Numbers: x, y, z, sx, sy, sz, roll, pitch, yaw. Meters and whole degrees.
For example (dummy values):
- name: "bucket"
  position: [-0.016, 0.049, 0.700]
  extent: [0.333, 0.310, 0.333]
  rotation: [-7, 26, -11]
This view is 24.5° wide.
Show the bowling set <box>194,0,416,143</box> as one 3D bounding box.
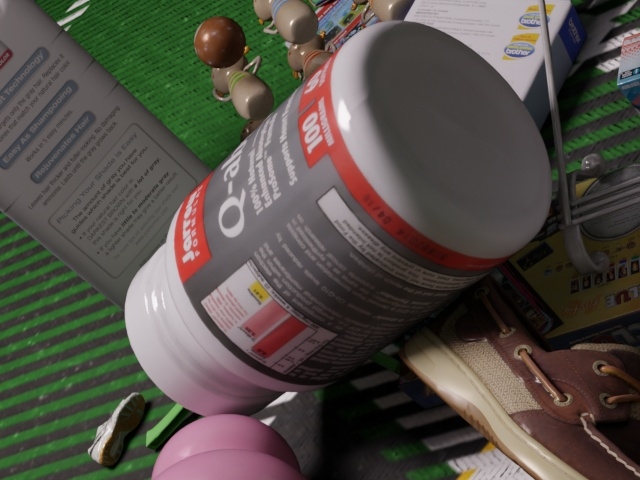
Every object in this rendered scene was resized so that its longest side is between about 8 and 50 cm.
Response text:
- name: "bowling set"
  position: [-0.050, -0.213, 1.587]
  extent: [0.287, 0.200, 0.154]
  rotation: [-54, 31, 11]

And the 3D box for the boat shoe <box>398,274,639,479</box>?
- name: "boat shoe"
  position: [0.193, 0.126, 1.084]
  extent: [0.123, 0.123, 0.342]
  rotation: [-50, 36, -1]

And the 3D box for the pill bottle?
- name: "pill bottle"
  position: [0.000, 0.000, 1.225]
  extent: [0.363, 0.210, 0.210]
  rotation: [-40, 31, 40]

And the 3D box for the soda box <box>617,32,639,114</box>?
- name: "soda box"
  position: [0.353, -0.164, 1.278]
  extent: [0.183, 0.058, 0.063]
  rotation: [-16, 45, 37]

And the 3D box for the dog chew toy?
- name: "dog chew toy"
  position: [-0.071, 0.263, 1.178]
  extent: [0.207, 0.206, 0.332]
  rotation: [-35, 28, 15]

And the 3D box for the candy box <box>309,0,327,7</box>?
- name: "candy box"
  position: [-0.028, -0.488, 1.753]
  extent: [0.122, 0.317, 0.268]
  rotation: [-23, 33, 45]

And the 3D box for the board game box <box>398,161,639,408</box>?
- name: "board game box"
  position: [0.184, 0.038, 1.264]
  extent: [0.243, 0.042, 0.165]
  rotation: [-20, 42, 32]

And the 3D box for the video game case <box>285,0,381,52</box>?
- name: "video game case"
  position: [0.087, -0.243, 1.666]
  extent: [0.204, 0.025, 0.285]
  rotation: [-45, 35, 2]

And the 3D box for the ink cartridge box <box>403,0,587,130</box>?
- name: "ink cartridge box"
  position: [0.138, -0.147, 1.460]
  extent: [0.186, 0.065, 0.311]
  rotation: [12, 65, 37]

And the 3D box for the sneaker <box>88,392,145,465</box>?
- name: "sneaker"
  position: [-0.215, 0.193, 1.533]
  extent: [0.037, 0.032, 0.083]
  rotation: [7, 59, 49]

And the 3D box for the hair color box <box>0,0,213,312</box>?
- name: "hair color box"
  position: [-0.281, -0.099, 1.595]
  extent: [0.185, 0.374, 0.113]
  rotation: [-50, 35, -6]

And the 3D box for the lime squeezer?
- name: "lime squeezer"
  position: [-0.054, 0.112, 1.426]
  extent: [0.310, 0.059, 0.110]
  rotation: [-20, 42, 32]

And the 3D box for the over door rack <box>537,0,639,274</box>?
- name: "over door rack"
  position: [0.293, -0.150, 1.189]
  extent: [0.239, 0.108, 0.324]
  rotation: [-21, 62, 29]
